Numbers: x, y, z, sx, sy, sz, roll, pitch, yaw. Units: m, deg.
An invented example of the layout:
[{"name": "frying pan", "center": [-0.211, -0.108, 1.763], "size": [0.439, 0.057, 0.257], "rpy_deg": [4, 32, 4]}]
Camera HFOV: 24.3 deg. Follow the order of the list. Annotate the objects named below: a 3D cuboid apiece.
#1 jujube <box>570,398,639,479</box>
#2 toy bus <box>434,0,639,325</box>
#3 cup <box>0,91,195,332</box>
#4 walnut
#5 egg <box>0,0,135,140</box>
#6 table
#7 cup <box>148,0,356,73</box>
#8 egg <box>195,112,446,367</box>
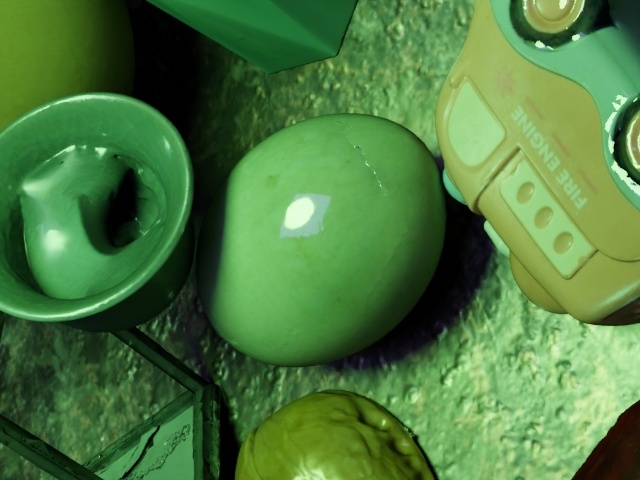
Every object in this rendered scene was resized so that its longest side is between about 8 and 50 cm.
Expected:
[{"name": "jujube", "center": [0.254, 0.203, 1.043], "size": [0.255, 0.190, 0.190], "rpy_deg": [-46, 60, 39]}, {"name": "toy bus", "center": [0.208, -0.068, 1.112], "size": [0.232, 0.194, 0.288], "rpy_deg": [-50, 60, 31]}, {"name": "cup", "center": [-0.174, 0.001, 1.207], "size": [0.199, 0.150, 0.199], "rpy_deg": [-7, 62, 13]}, {"name": "walnut", "center": [0.003, 0.214, 1.246], "size": [0.211, 0.087, 0.167], "rpy_deg": [36, 98, 31]}, {"name": "egg", "center": [-0.329, -0.132, 1.330], "size": [0.374, 0.301, 0.301], "rpy_deg": [-52, 59, 24]}, {"name": "table", "center": [-0.300, 0.211, 1.287], "size": [0.335, 0.272, 0.222], "rpy_deg": [-37, 32, 23]}, {"name": "cup", "center": [-0.087, -0.242, 1.289], "size": [0.148, 0.235, 0.134], "rpy_deg": [-15, 73, 32]}, {"name": "egg", "center": [0.000, 0.000, 1.218], "size": [0.253, 0.186, 0.187], "rpy_deg": [-44, 61, 32]}]
